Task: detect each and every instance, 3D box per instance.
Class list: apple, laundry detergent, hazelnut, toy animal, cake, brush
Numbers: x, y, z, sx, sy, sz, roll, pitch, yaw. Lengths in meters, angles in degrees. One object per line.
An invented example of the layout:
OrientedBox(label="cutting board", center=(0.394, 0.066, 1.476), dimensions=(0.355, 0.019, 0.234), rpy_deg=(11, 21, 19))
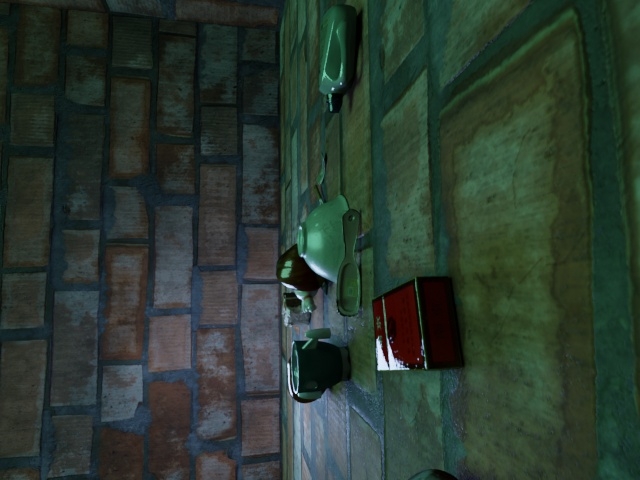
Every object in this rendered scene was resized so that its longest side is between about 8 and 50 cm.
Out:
OrientedBox(label="apple", center=(-0.044, 0.523, 1.620), dimensions=(0.201, 0.162, 0.202), rpy_deg=(171, 90, -86))
OrientedBox(label="laundry detergent", center=(0.050, -0.541, 1.283), dimensions=(0.215, 0.105, 0.281), rpy_deg=(-170, 82, -76))
OrientedBox(label="hazelnut", center=(-0.068, 0.102, 1.613), dimensions=(0.181, 0.181, 0.212), rpy_deg=(-44, 16, 38))
OrientedBox(label="toy animal", center=(-0.058, 0.177, 1.739), dimensions=(0.283, 0.138, 0.141), rpy_deg=(56, 162, 28))
OrientedBox(label="cake", center=(-0.119, 0.341, 2.049), dimensions=(0.147, 0.135, 0.135), rpy_deg=(-113, 26, -52))
OrientedBox(label="brush", center=(0.083, 0.064, 1.225), dimensions=(0.067, 0.071, 0.313), rpy_deg=(5, -94, -88))

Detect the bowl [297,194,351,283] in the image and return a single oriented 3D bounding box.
OrientedBox(label="bowl", center=(0.000, 0.000, 1.426), dimensions=(0.313, 0.146, 0.314), rpy_deg=(179, 90, -78))

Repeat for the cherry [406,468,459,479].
OrientedBox(label="cherry", center=(0.168, 0.432, 0.612), dimensions=(0.176, 0.139, 0.176), rpy_deg=(-58, 15, 26))

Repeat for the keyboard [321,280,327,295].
OrientedBox(label="keyboard", center=(0.008, 0.174, 1.715), dimensions=(0.155, 0.010, 0.053), rpy_deg=(-127, 38, -71))

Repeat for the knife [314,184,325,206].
OrientedBox(label="knife", center=(0.008, -0.143, 1.692), dimensions=(0.256, 0.021, 0.046), rpy_deg=(-109, 28, -46))

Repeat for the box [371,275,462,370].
OrientedBox(label="box", center=(0.167, 0.164, 0.780), dimensions=(0.240, 0.074, 0.153), rpy_deg=(122, 142, -70))

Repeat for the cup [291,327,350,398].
OrientedBox(label="cup", center=(0.000, 0.401, 1.342), dimensions=(0.168, 0.172, 0.300), rpy_deg=(-110, 23, -58))

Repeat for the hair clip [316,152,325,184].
OrientedBox(label="hair clip", center=(0.005, -0.294, 1.711), dimensions=(0.054, 0.022, 0.137), rpy_deg=(-104, 18, -48))
